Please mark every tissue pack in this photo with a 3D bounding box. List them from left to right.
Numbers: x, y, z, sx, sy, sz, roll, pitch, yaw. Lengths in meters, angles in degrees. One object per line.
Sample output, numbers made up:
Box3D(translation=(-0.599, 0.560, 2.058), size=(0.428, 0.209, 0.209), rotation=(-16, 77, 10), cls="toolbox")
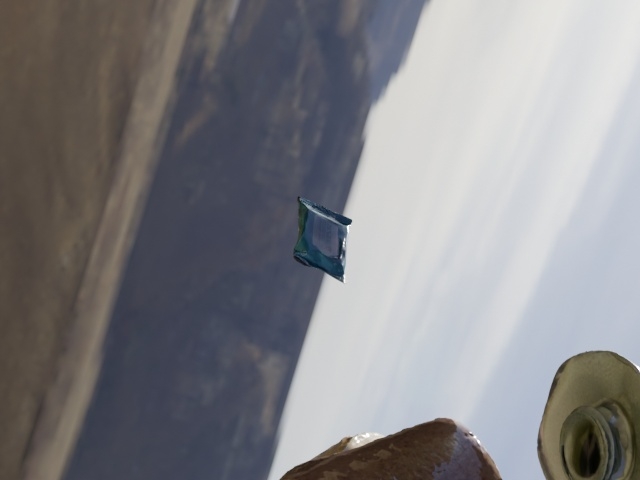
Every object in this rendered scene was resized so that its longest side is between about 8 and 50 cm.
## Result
Box3D(translation=(0.000, 0.000, 2.231), size=(0.028, 0.085, 0.138), rotation=(-53, -162, 37), cls="tissue pack")

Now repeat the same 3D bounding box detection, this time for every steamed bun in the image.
Box3D(translation=(0.077, 0.338, 1.542), size=(0.199, 0.251, 0.301), rotation=(-127, -148, -55), cls="steamed bun")

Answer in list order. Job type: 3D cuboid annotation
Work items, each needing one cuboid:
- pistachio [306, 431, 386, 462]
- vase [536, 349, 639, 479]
Box3D(translation=(0.040, 0.301, 1.949), size=(0.229, 0.157, 0.157), rotation=(-25, 134, -71), cls="pistachio")
Box3D(translation=(0.433, 0.206, 1.609), size=(0.250, 0.445, 0.250), rotation=(-16, -108, 62), cls="vase")
